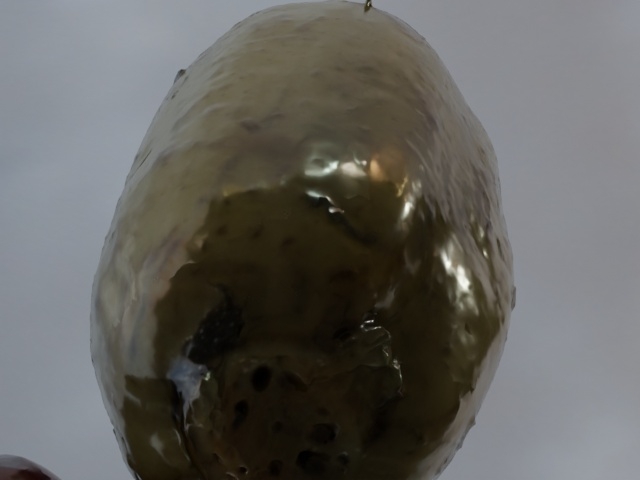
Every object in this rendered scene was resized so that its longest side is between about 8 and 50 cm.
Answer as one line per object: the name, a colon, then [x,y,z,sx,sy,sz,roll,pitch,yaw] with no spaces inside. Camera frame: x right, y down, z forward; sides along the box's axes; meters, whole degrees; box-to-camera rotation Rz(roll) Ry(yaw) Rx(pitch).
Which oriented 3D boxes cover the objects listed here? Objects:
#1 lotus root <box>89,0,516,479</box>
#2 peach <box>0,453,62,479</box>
lotus root: [0.000,0.000,0.645,0.146,0.284,0.160,-6,-64,8]
peach: [-0.111,0.124,0.560,0.101,0.101,0.100,-3,-82,-26]
